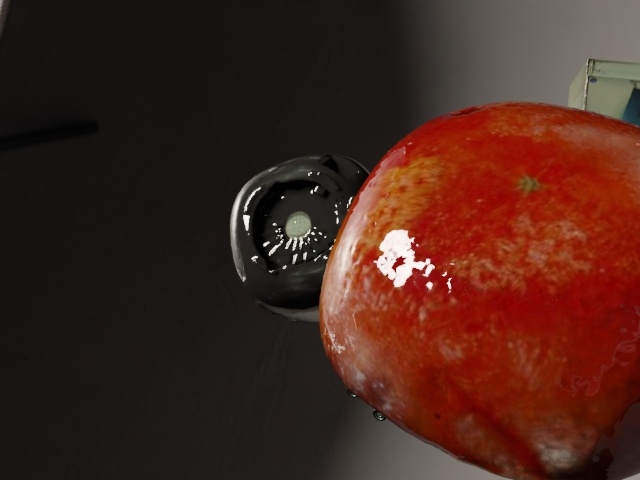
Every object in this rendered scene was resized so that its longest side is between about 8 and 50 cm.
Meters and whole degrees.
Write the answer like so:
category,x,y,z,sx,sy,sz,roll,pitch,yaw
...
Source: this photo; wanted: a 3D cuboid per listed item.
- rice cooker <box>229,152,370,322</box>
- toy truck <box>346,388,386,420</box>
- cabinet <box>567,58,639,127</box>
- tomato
category,x,y,z,sx,sy,sz,roll,pitch,yaw
rice cooker,0.000,0.000,1.359,0.267,0.224,0.267,-5,72,16
toy truck,0.079,0.209,1.294,0.083,0.054,0.049,41,43,3
cabinet,0.385,-0.104,1.125,0.145,0.150,0.206,6,87,7
tomato,0.154,0.003,0.651,0.339,0.143,0.338,-7,45,7
